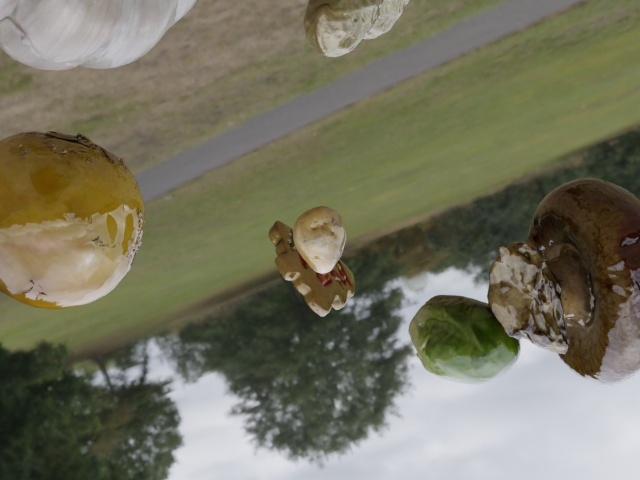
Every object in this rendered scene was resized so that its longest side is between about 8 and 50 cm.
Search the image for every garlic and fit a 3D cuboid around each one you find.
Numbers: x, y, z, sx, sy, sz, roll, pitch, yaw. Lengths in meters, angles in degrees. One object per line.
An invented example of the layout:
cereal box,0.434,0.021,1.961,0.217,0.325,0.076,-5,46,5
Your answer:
garlic,-0.258,-0.320,0.927,0.322,0.321,0.241,-20,176,-22

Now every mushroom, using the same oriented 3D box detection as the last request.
mushroom,0.418,0.091,1.498,0.356,0.331,0.334,-31,-175,-13

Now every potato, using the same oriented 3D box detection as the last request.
potato,0.000,0.000,1.092,0.068,0.062,0.083,-26,146,-20

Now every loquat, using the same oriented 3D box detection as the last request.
loquat,-0.341,-0.028,1.170,0.235,0.235,0.235,-21,178,-1

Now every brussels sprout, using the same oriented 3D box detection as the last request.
brussels sprout,0.242,0.166,1.516,0.162,0.143,0.181,-32,-135,-15

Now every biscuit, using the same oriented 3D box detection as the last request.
biscuit,-0.002,0.054,1.735,0.041,0.212,0.239,-44,153,22

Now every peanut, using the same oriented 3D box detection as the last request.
peanut,0.062,-0.390,1.514,0.120,0.136,0.298,3,-151,31
